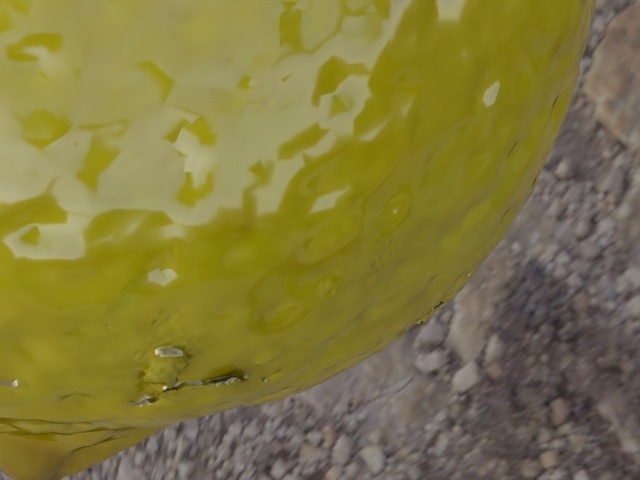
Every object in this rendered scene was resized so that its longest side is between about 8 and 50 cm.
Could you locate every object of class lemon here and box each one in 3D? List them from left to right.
[{"bbox_3d":[-0.071,-0.110,0.510,0.336,0.336,0.336,2,77,-6],"label":"lemon"}]
